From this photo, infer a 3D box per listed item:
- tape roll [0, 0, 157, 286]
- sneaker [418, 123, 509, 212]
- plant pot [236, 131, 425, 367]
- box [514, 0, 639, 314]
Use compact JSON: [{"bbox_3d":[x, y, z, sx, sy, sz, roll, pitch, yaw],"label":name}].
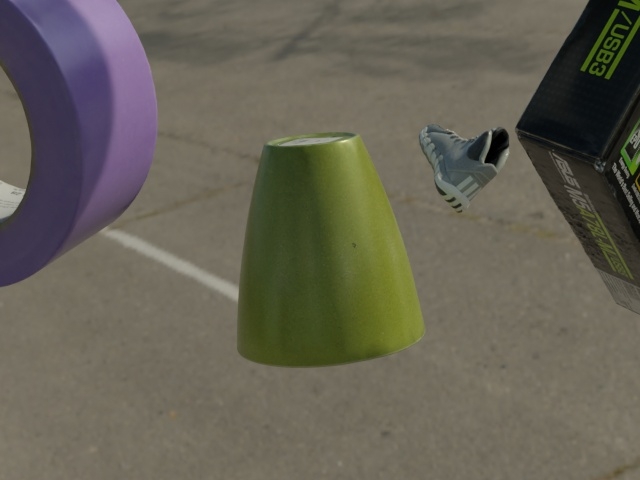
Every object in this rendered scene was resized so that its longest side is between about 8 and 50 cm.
[{"bbox_3d":[-0.193,-0.073,0.689,0.189,0.189,0.080,-5,18,27],"label":"tape roll"},{"bbox_3d":[0.239,-0.143,1.933,0.132,0.086,0.229,-39,31,17],"label":"sneaker"},{"bbox_3d":[0.000,0.000,1.738,0.274,0.294,0.275,-6,12,1],"label":"plant pot"},{"bbox_3d":[0.168,-0.074,0.532,0.045,0.190,0.184,28,80,33],"label":"box"}]
